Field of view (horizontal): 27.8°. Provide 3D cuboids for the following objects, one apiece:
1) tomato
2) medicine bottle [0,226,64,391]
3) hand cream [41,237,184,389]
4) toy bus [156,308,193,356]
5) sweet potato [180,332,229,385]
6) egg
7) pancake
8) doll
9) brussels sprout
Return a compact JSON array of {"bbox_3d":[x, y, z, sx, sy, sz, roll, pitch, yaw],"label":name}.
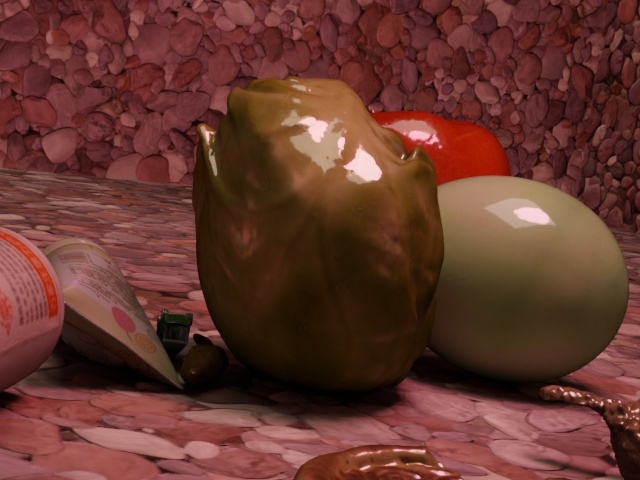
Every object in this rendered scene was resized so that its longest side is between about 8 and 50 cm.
[{"bbox_3d":[0.112,-0.048,1.915,0.341,0.272,0.341,-1,-8,0],"label":"tomato"},{"bbox_3d":[-0.297,0.066,0.967,0.144,0.144,0.252,9,9,8],"label":"medicine bottle"},{"bbox_3d":[-0.221,0.064,1.273,0.147,0.093,0.306,40,-6,-21],"label":"hand cream"},{"bbox_3d":[-0.145,0.090,1.269,0.031,0.037,0.083,10,-13,-11],"label":"toy bus"},{"bbox_3d":[-0.108,0.113,1.225,0.041,0.038,0.153,46,4,-5],"label":"sweet potato"},{"bbox_3d":[0.197,0.041,1.400,0.270,0.220,0.220,12,8,22],"label":"egg"},{"bbox_3d":[0.090,0.184,0.890,0.235,0.029,0.212,8,7,18],"label":"pancake"},{"bbox_3d":[0.313,0.169,1.093,0.286,0.091,0.202,23,16,-48],"label":"doll"},{"bbox_3d":[0.000,0.000,1.260,0.247,0.328,0.328,3,8,-19],"label":"brussels sprout"}]
